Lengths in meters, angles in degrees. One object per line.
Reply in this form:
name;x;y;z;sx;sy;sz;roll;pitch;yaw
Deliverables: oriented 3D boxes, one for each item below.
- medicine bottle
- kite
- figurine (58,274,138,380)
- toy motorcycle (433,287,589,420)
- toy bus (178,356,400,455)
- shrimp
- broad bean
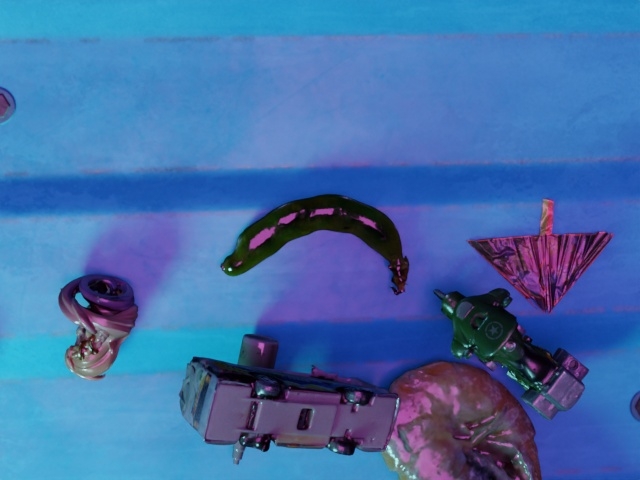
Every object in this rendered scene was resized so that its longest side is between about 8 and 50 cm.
medicine bottle;-0.109;0.243;1.904;0.057;0.057;0.199;12;95;-10
kite;0.344;0.025;1.972;0.241;0.014;0.183;2;95;-7
figurine;-0.323;0.131;1.833;0.114;0.126;0.157;7;95;34
toy motorcycle;0.289;0.164;1.892;0.274;0.187;0.125;38;89;-12
toy bus;-0.045;0.239;1.831;0.317;0.138;0.112;12;99;-33
shrimp;0.274;0.366;1.963;0.445;0.110;0.221;44;80;-7
broad bean;0.000;0.000;1.898;0.291;0.049;0.144;6;96;-10
